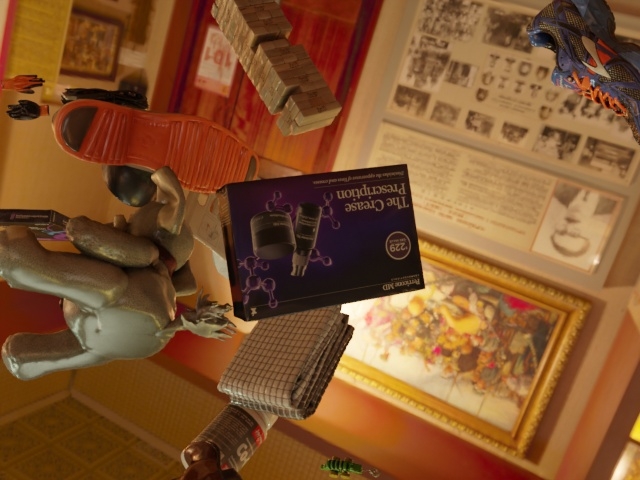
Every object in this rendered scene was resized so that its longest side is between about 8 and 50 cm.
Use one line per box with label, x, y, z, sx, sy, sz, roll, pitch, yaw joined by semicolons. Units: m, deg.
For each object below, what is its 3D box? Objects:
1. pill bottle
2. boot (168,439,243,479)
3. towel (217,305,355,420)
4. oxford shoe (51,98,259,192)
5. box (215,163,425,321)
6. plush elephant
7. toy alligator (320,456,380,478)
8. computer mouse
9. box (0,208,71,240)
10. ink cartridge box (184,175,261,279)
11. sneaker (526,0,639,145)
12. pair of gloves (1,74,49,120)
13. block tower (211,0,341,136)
pill bottle;-0.262;0.586;1.749;0.161;0.161;0.283;24;-135;26
boot;-0.352;0.565;1.348;0.280;0.096;0.264;-3;-162;-35
towel;-0.071;0.262;1.350;0.234;0.284;0.121;-2;135;41
oxford shoe;-0.282;-0.176;1.046;0.363;0.130;0.132;14;-171;-33
box;0.000;0.000;0.827;0.261;0.185;0.103;-9;-177;-18
plush elephant;-0.292;0.033;0.884;0.329;0.272;0.256;2;-139;-11
toy alligator;0.082;0.679;1.758;0.189;0.056;0.051;-4;139;23
computer mouse;-0.391;-0.200;1.178;0.188;0.273;0.072;-10;164;-44
box;-0.510;-0.027;1.084;0.115;0.029;0.162;1;167;5
ink cartridge box;-0.261;-0.066;1.721;0.091;0.308;0.385;-8;144;36
sneaker;0.312;-0.189;0.667;0.083;0.087;0.221;36;-152;-60
pair of gloves;-0.536;-0.260;1.069;0.074;0.084;0.010;-9;180;-13
block tower;-0.093;-0.356;1.126;0.097;0.091;0.336;-22;-104;-31
